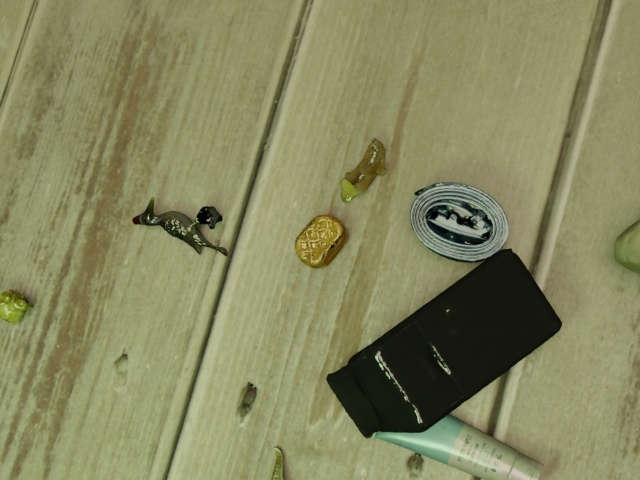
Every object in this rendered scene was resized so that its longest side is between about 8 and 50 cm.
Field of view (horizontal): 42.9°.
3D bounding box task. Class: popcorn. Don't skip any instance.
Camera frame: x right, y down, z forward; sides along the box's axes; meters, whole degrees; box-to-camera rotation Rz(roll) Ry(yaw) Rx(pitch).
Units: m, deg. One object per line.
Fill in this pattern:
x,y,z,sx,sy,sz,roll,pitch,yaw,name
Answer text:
-0.616,0.133,1.646,0.083,0.059,0.068,-6,105,22,popcorn

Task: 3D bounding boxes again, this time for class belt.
0.258,-0.034,1.536,0.190,0.082,0.141,20,88,9,belt

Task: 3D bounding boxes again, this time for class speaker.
0.218,0.193,1.474,0.388,0.184,0.180,-32,88,-16,speaker

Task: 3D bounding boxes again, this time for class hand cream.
0.248,0.377,1.502,0.312,0.070,0.111,24,88,18,hand cream

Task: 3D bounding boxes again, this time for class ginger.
0.085,-0.132,1.595,0.057,0.044,0.137,35,87,29,ginger

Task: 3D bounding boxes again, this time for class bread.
0.000,0.000,1.586,0.083,0.044,0.110,39,92,12,bread

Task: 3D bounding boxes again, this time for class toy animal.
-0.278,-0.029,1.619,0.202,0.070,0.105,9,103,5,toy animal

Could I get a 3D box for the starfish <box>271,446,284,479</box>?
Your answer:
-0.089,0.505,1.536,0.217,0.050,0.223,-3,77,15,starfish

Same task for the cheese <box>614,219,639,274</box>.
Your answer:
0.643,-0.016,1.434,0.248,0.173,0.251,3,84,-1,cheese
